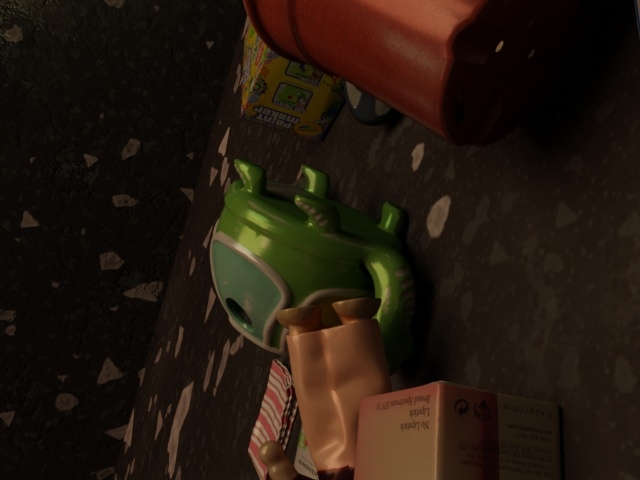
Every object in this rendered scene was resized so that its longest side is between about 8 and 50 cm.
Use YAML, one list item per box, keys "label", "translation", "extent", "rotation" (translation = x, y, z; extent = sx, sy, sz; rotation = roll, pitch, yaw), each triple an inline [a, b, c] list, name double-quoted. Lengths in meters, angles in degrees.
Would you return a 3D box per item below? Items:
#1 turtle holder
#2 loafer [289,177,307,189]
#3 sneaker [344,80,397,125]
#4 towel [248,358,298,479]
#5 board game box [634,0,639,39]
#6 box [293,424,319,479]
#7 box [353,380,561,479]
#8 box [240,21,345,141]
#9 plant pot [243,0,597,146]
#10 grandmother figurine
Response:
- label: "turtle holder"
  translation: [-0.002, 0.041, 0.927]
  extent: [0.243, 0.320, 0.227]
  rotation: [-31, -38, -72]
- label: "loafer"
  translation: [0.000, 0.000, 1.152]
  extent: [0.096, 0.084, 0.267]
  rotation: [-31, 42, 18]
- label: "sneaker"
  translation: [0.079, -0.289, 0.940]
  extent: [0.131, 0.112, 0.318]
  rotation: [-53, -22, -50]
- label: "towel"
  translation: [-0.089, 0.325, 1.207]
  extent: [0.144, 0.029, 0.197]
  rotation: [-149, 74, -70]
- label: "board game box"
  translation: [0.305, -0.192, 0.490]
  extent: [0.160, 0.039, 0.211]
  rotation: [140, 141, -58]
- label: "box"
  translation: [0.017, 0.254, 0.961]
  extent: [0.145, 0.038, 0.186]
  rotation: [173, 109, -69]
- label: "box"
  translation: [0.110, 0.252, 0.581]
  extent: [0.149, 0.127, 0.232]
  rotation: [143, 137, -59]
- label: "box"
  translation: [-0.028, -0.405, 1.330]
  extent: [0.279, 0.177, 0.289]
  rotation: [122, 153, -43]
- label: "plant pot"
  translation: [0.106, -0.245, 0.679]
  extent: [0.265, 0.272, 0.272]
  rotation: [44, 123, 33]
- label: "grandmother figurine"
  translation: [0.042, 0.237, 0.724]
  extent: [0.104, 0.208, 0.342]
  rotation: [17, -116, -69]
